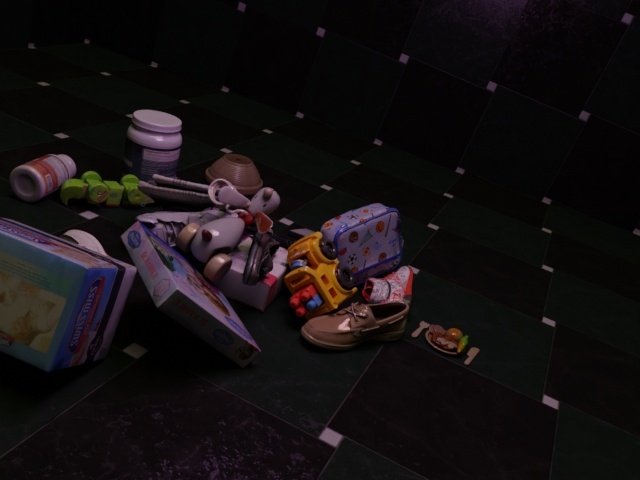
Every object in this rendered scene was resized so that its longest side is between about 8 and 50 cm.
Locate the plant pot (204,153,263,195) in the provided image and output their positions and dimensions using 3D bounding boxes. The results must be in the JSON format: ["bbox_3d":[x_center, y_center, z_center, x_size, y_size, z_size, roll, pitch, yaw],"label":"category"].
[{"bbox_3d":[-0.341,-0.278,2.581,0.238,0.109,0.237,14,24,-6],"label":"plant pot"}]

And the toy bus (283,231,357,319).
[{"bbox_3d":[-0.031,0.115,1.810,0.220,0.149,0.211,59,36,-5],"label":"toy bus"}]

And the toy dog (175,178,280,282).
[{"bbox_3d":[-0.243,-0.054,1.729,0.220,0.161,0.333,23,60,-1],"label":"toy dog"}]

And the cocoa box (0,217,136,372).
[{"bbox_3d":[-0.625,0.104,1.370,0.347,0.231,0.228,20,0,10],"label":"cocoa box"}]

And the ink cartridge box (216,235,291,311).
[{"bbox_3d":[-0.190,0.093,1.892,0.172,0.100,0.237,21,25,10],"label":"ink cartridge box"}]

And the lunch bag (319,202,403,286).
[{"bbox_3d":[0.139,0.021,2.062,0.304,0.243,0.115,-19,27,-33],"label":"lunch bag"}]

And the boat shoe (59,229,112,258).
[{"bbox_3d":[-0.627,0.058,1.702,0.277,0.098,0.096,32,28,29],"label":"boat shoe"}]

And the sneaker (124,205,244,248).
[{"bbox_3d":[-0.410,-0.020,1.895,0.366,0.137,0.210,7,20,37],"label":"sneaker"}]

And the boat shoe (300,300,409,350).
[{"bbox_3d":[0.100,0.222,1.783,0.341,0.110,0.122,-2,30,-36],"label":"boat shoe"}]

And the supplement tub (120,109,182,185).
[{"bbox_3d":[-0.601,-0.310,2.286,0.191,0.272,0.191,13,24,-6],"label":"supplement tub"}]

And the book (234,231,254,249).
[{"bbox_3d":[-0.284,-0.017,2.152,0.096,0.035,0.144,23,26,11],"label":"book"}]

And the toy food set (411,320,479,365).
[{"bbox_3d":[0.373,0.290,1.893,0.192,0.038,0.132,26,26,20],"label":"toy food set"}]

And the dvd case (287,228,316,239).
[{"bbox_3d":[0.000,0.000,2.209,0.181,0.022,0.253,20,6,10],"label":"dvd case"}]

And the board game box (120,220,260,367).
[{"bbox_3d":[-0.317,0.130,1.562,0.318,0.066,0.318,47,-1,-43],"label":"board game box"}]

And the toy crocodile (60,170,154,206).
[{"bbox_3d":[-0.689,-0.158,2.137,0.341,0.105,0.115,2,28,-39],"label":"toy crocodile"}]

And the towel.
[{"bbox_3d":[-0.382,-0.122,2.037,0.325,0.056,0.312,9,-13,9],"label":"towel"}]

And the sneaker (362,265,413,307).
[{"bbox_3d":[0.216,0.139,2.056,0.145,0.090,0.270,18,27,-1],"label":"sneaker"}]

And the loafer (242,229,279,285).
[{"bbox_3d":[-0.159,0.048,1.780,0.084,0.096,0.267,19,24,-8],"label":"loafer"}]

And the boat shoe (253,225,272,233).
[{"bbox_3d":[-0.190,-0.031,2.222,0.043,0.049,0.137,-3,24,-29],"label":"boat shoe"}]

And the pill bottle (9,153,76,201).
[{"bbox_3d":[-0.894,-0.211,2.081,0.121,0.121,0.216,18,24,4],"label":"pill bottle"}]

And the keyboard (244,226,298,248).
[{"bbox_3d":[-0.093,0.008,2.067,0.202,0.033,0.317,24,5,40],"label":"keyboard"}]
